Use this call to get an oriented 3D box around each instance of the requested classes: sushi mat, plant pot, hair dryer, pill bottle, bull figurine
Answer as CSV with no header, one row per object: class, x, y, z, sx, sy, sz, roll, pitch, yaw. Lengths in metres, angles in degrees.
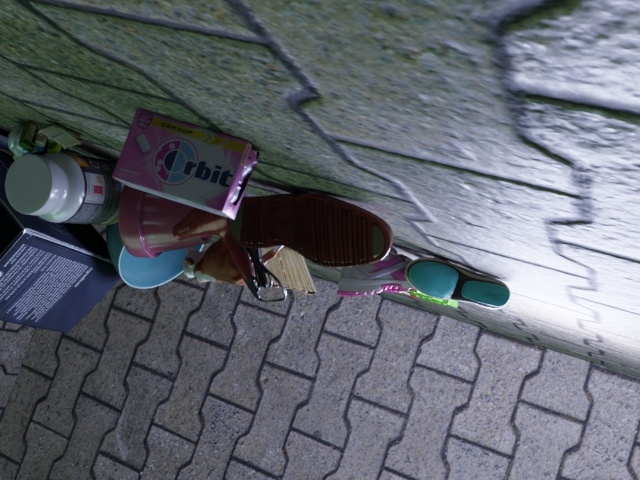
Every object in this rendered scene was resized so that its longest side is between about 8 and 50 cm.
sushi mat,-0.109,0.047,1.901,0.152,0.019,0.316,14,-158,-18
plant pot,-0.361,-0.056,1.811,0.180,0.201,0.201,2,171,11
hair dryer,-0.193,0.003,1.611,0.294,0.223,0.080,19,-166,20
plant pot,-0.503,-0.034,2.183,0.195,0.290,0.290,43,-173,30
pill bottle,-0.571,-0.119,1.731,0.162,0.162,0.278,17,-175,21
bull figurine,-0.213,0.035,1.802,0.101,0.188,0.310,50,160,-28

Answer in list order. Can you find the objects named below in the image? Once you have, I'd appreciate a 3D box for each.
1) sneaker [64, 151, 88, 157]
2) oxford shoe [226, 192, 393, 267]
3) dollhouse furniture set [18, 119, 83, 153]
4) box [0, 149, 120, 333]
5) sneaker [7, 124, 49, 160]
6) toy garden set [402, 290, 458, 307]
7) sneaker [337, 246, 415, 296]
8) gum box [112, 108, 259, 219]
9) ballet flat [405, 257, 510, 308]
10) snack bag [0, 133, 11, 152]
sneaker,-0.600,-0.170,1.972,0.191,0.082,0.071,24,174,-32
oxford shoe,-0.004,-0.035,1.334,0.348,0.122,0.130,13,-162,37
dollhouse furniture set,-0.566,-0.230,1.583,0.152,0.058,0.076,-9,151,34
box,-0.886,-0.023,2.119,0.480,0.297,0.472,44,-176,23
sneaker,-0.670,-0.215,1.753,0.086,0.085,0.237,25,174,-13
toy garden set,0.257,0.129,2.218,0.244,0.049,0.204,22,172,-37
sneaker,0.151,0.057,1.626,0.252,0.111,0.103,-2,174,-29
gum box,-0.190,-0.108,1.085,0.188,0.107,0.062,18,174,13
ballet flat,0.283,0.086,1.592,0.249,0.086,0.086,20,174,-16
snack bag,-0.844,-0.260,2.142,0.343,0.037,0.323,22,173,-3
